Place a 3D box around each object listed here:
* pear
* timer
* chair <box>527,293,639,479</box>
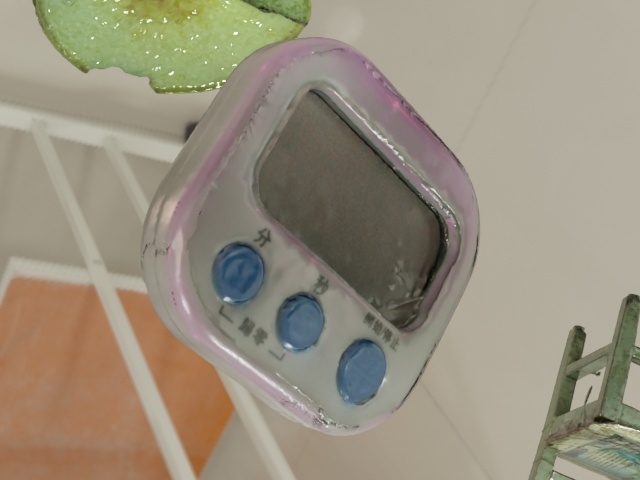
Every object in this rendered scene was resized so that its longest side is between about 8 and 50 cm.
[{"bbox_3d":[-0.167,-0.298,1.064,0.292,0.292,0.159,15,149,-35],"label":"pear"},{"bbox_3d":[0.000,0.000,0.621,0.208,0.069,0.190,43,68,-34],"label":"timer"},{"bbox_3d":[0.296,0.209,1.045,0.136,0.270,0.147,25,157,-5],"label":"chair"}]
